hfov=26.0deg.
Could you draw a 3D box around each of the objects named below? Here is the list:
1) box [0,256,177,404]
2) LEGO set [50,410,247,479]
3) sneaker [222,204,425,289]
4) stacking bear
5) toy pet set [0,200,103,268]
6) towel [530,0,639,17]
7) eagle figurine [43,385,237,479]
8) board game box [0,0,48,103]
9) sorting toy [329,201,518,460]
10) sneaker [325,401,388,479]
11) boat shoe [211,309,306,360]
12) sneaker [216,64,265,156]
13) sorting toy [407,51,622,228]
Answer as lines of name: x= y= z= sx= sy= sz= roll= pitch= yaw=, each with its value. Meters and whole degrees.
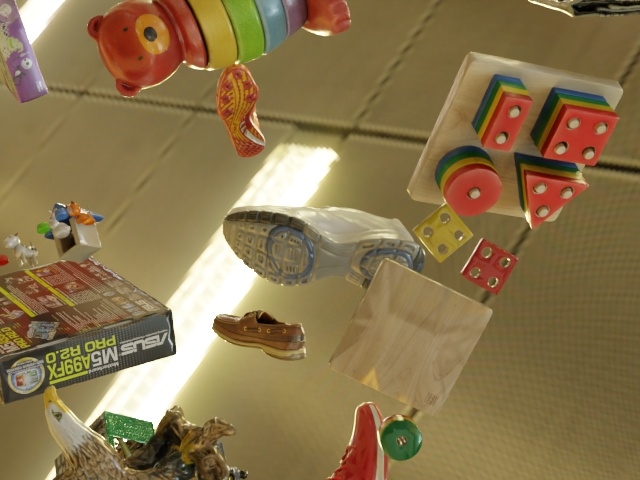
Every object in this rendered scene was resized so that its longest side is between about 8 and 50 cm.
box: x=-0.326 y=0.099 z=1.669 sx=0.216 sy=0.060 sz=0.270 roll=-16 pitch=-159 yaw=-28
LEGO set: x=-0.298 y=0.437 z=2.305 sx=0.192 sy=0.331 sz=0.255 roll=-44 pitch=-128 yaw=32
sneaker: x=0.000 y=0.000 z=2.024 sx=0.129 sy=0.297 sz=0.111 roll=-104 pitch=-151 yaw=-61
stacking bear: x=-0.139 y=-0.280 z=1.713 sx=0.289 sy=0.175 sz=0.164 roll=-27 pitch=-169 yaw=-15
toy pet set: x=-0.301 y=-0.021 z=1.588 sx=0.122 sy=0.114 sz=0.065 roll=-32 pitch=-115 yaw=29
towel: x=0.496 y=-0.396 z=2.190 sx=0.312 sy=0.056 sz=0.324 roll=-1 pitch=-164 yaw=-8
eagle figurine: x=-0.241 y=0.253 z=1.343 sx=0.298 sy=0.226 sz=0.225 roll=-28 pitch=-122 yaw=-21
board game box: x=-0.463 y=-0.372 z=1.873 sx=0.056 sy=0.346 sz=0.208 roll=-21 pitch=-152 yaw=-11
sorting toy: x=0.098 y=0.092 z=1.491 sx=0.274 sy=0.132 sz=0.046 roll=-63 pitch=-169 yaw=8
sneaker: x=0.031 y=0.340 z=2.015 sx=0.128 sy=0.087 sz=0.221 roll=1 pitch=-118 yaw=-5
boat shoe: x=-0.092 y=0.134 z=2.125 sx=0.178 sy=0.064 sz=0.060 roll=15 pitch=-75 yaw=37
sneaker: x=-0.120 y=-0.190 z=1.958 sx=0.064 sy=0.175 sz=0.067 roll=-18 pitch=-126 yaw=-10
sorting toy: x=0.299 y=-0.130 z=2.074 sx=0.089 sy=0.257 sz=0.255 roll=-109 pitch=-147 yaw=-49
